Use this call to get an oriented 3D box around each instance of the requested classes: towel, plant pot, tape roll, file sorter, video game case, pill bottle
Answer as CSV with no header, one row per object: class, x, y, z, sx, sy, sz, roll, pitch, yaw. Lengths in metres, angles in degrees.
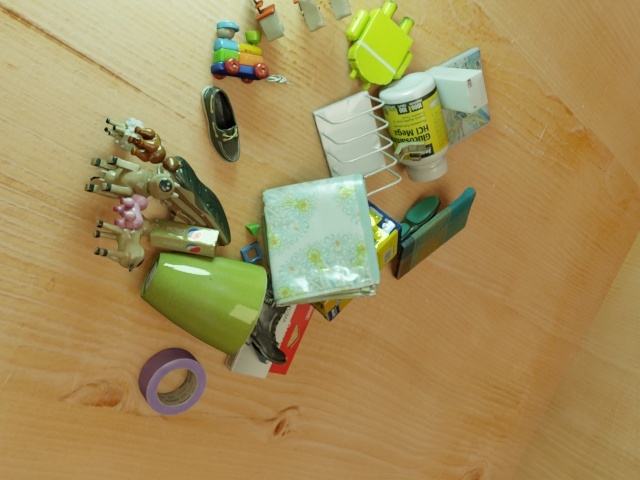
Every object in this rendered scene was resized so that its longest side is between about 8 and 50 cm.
towel,0.000,0.000,1.747,0.321,0.090,0.374,-8,76,6
plant pot,-0.347,0.150,1.675,0.294,0.275,0.274,24,92,-23
tape roll,-0.450,0.430,1.794,0.189,0.080,0.189,-12,112,-32
towel,0.420,-0.025,2.179,0.370,0.040,0.271,-36,155,-18
file sorter,0.124,-0.293,1.850,0.193,0.173,0.277,-24,120,-10
video game case,0.475,-0.494,2.127,0.329,0.036,0.300,-32,122,-22
pill bottle,0.325,-0.373,1.971,0.188,0.188,0.334,-34,122,-20

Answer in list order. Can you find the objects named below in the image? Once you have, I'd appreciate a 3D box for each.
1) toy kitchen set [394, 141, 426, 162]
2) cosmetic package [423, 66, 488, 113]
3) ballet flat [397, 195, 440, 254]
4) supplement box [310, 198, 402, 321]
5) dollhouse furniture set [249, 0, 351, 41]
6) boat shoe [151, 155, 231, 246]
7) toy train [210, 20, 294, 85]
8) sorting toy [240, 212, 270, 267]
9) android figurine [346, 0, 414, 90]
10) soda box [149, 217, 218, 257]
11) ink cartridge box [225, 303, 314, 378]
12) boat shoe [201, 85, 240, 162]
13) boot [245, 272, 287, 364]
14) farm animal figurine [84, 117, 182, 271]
toy kitchen set,0.291,-0.269,1.889,0.075,0.083,0.068,-58,141,-44
cosmetic package,0.432,-0.497,1.929,0.085,0.231,0.117,-34,123,-19
ballet flat,0.338,-0.049,2.165,0.280,0.095,0.096,-41,135,-3
supplement box,0.076,0.054,1.905,0.356,0.194,0.195,-45,159,-14
dollhouse furniture set,-0.053,-0.655,1.589,0.259,0.262,0.135,-21,120,8
boat shoe,-0.367,-0.099,1.655,0.120,0.122,0.324,-22,132,10
toy train,-0.181,-0.516,1.639,0.248,0.105,0.143,-1,94,-34
sorting toy,-0.094,-0.015,1.900,0.348,0.047,0.196,-16,115,-30
android figurine,0.188,-0.610,1.866,0.248,0.056,0.272,29,90,-33
soda box,-0.379,-0.007,1.636,0.181,0.058,0.061,11,145,-5
ink cartridge box,-0.148,0.316,1.970,0.261,0.066,0.296,20,94,-36
boat shoe,-0.273,-0.320,1.655,0.081,0.069,0.227,-28,120,-23
boot,-0.141,0.250,1.857,0.229,0.091,0.263,-53,127,-10
farm animal figurine,-0.452,-0.116,1.452,0.172,0.327,0.330,17,98,-44
